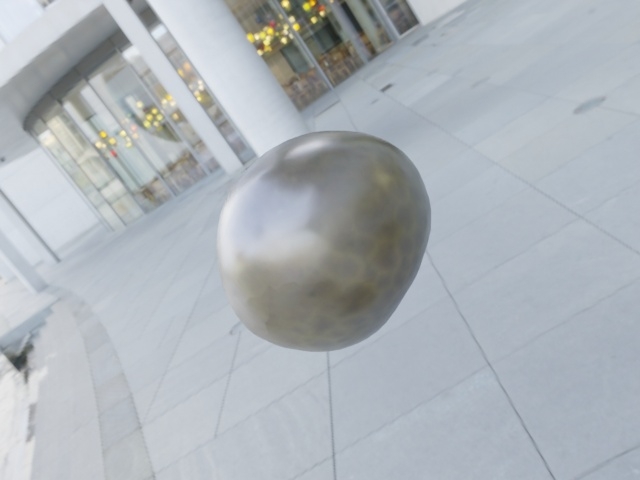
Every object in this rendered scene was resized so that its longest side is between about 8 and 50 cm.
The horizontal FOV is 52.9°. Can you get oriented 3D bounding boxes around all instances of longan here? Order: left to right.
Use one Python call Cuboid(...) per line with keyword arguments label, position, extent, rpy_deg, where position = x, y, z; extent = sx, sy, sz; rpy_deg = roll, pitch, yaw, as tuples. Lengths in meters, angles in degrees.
Cuboid(label="longan", position=(0.000, 0.000, 0.589), extent=(0.212, 0.198, 0.198), rpy_deg=(-66, -3, 31))
